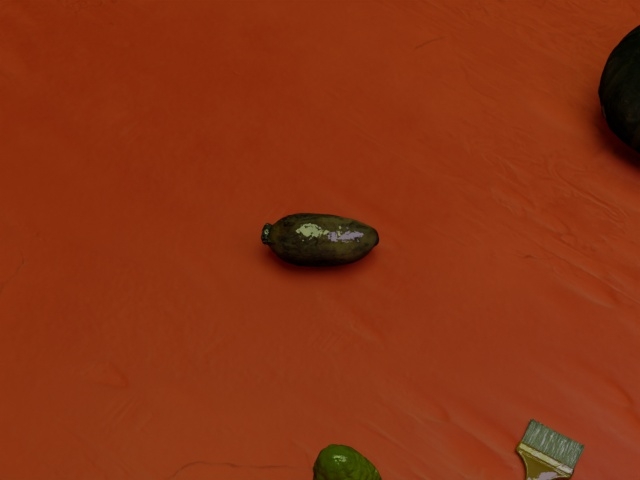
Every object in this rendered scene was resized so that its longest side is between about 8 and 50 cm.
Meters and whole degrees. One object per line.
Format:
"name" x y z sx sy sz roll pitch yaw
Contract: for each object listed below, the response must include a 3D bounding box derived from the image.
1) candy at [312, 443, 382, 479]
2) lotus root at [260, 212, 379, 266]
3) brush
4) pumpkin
"candy" 0.033 0.311 1.398 0.096 0.209 0.097 -5 53 7
"lotus root" 0.000 0.000 1.676 0.179 0.089 0.081 4 93 -6
"brush" 0.281 0.339 1.512 0.083 0.011 0.205 27 59 12
"pumpkin" 0.603 -0.245 1.807 0.300 0.207 0.300 2 57 -3
